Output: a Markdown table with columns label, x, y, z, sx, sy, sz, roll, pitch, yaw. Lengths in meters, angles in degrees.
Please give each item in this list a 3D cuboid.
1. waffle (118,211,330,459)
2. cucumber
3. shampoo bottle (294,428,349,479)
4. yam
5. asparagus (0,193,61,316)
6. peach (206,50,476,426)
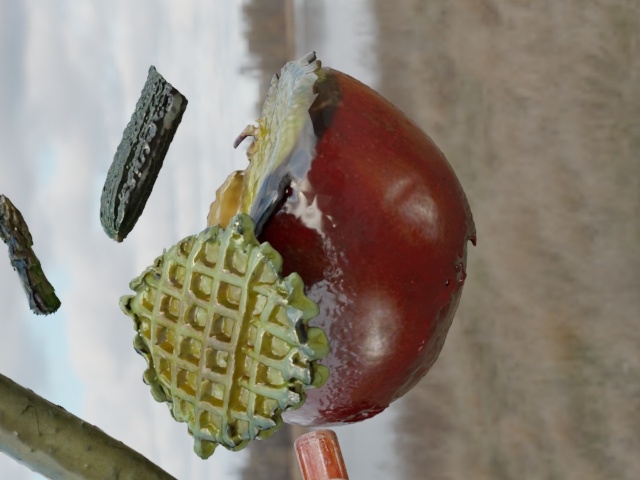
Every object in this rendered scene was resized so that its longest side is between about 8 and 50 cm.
| label | x | y | z | sx | sy | sz | roll | pitch | yaw |
| --- | --- | --- | --- | --- | --- | --- | --- | --- | --- |
| waffle | -0.093 | 0.094 | 1.360 | 0.054 | 0.214 | 0.208 | -17 | -102 | -59 |
| cucumber | -0.258 | -0.120 | 2.022 | 0.077 | 0.077 | 0.265 | 91 | -160 | -72 |
| shampoo bottle | 0.022 | 0.274 | 1.264 | 0.051 | 0.108 | 0.221 | 120 | 142 | -47 |
| yam | -0.228 | 0.231 | 1.434 | 0.083 | 0.371 | 0.083 | -45 | 20 | 21 |
| asparagus | -0.315 | 0.016 | 1.512 | 0.030 | 0.036 | 0.165 | -62 | -30 | -43 |
| peach | 0.000 | 0.000 | 1.605 | 0.339 | 0.353 | 0.416 | -86 | -17 | -45 |
